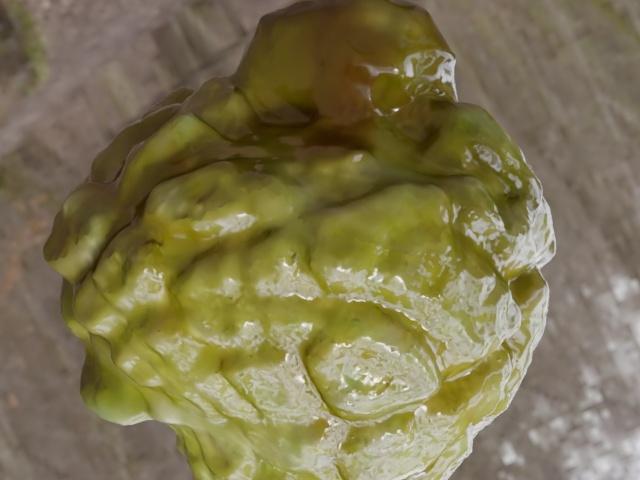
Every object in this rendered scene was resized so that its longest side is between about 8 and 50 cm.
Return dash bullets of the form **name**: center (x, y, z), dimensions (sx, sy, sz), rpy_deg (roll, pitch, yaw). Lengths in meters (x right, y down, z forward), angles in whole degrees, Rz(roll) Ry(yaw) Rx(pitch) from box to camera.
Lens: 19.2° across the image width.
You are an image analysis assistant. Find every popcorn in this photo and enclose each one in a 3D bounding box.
- **popcorn**: center (0.000, 0.000, 0.837), dimensions (0.237, 0.206, 0.251), rpy_deg (-54, -175, 49)
